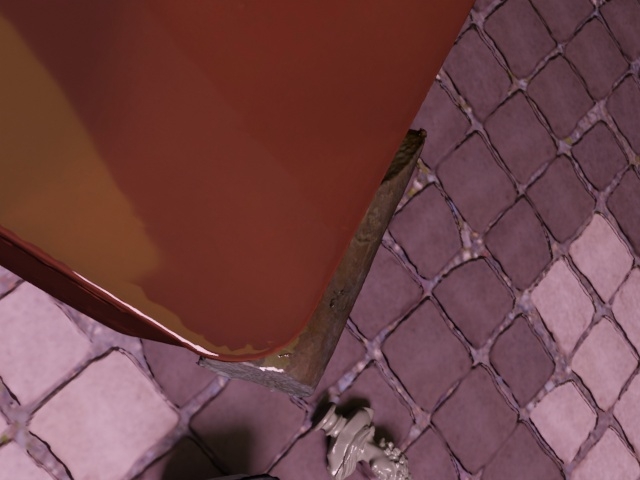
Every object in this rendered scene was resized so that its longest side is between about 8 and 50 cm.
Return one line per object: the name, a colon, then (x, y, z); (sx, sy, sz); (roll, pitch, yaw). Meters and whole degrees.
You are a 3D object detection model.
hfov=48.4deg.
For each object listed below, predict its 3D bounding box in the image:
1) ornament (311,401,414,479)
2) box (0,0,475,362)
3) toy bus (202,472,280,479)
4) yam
ornament: (0.034, 0.176, 0.611); (0.092, 0.041, 0.069); (14, 71, -15)
box: (-0.093, -0.113, 0.479); (0.239, 0.229, 0.339); (36, 68, -19)
toy bus: (-0.072, 0.268, 0.514); (0.087, 0.089, 0.194); (-2, 83, -29)
yam: (0.000, 0.000, 0.581); (0.106, 0.106, 0.259); (30, 72, -20)
